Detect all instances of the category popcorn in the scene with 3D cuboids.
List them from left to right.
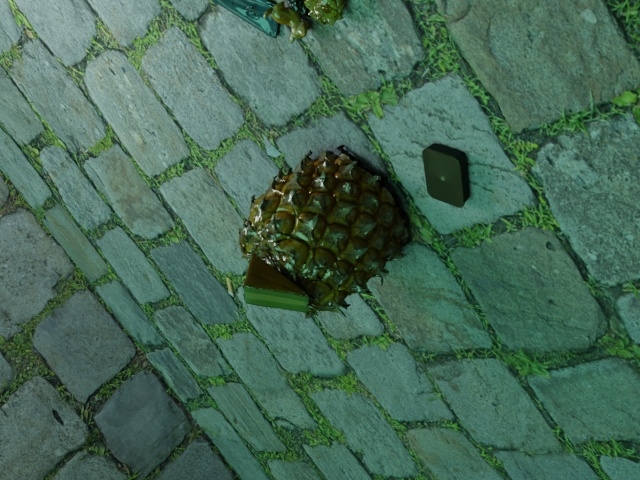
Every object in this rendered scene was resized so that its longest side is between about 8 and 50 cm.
[{"bbox_3d":[0.010,-0.438,1.798,0.082,0.057,0.083,24,145,36],"label":"popcorn"}]

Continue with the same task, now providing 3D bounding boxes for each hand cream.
[{"bbox_3d":[-0.177,-0.497,1.984,0.224,0.048,0.083,32,144,15],"label":"hand cream"}]

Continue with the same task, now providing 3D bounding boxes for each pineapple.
[{"bbox_3d":[-0.003,-0.002,2.092,0.352,0.300,0.352,37,154,22],"label":"pineapple"}]

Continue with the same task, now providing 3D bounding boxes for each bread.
[{"bbox_3d":[-0.083,0.089,1.981,0.139,0.084,0.074,8,142,9],"label":"bread"}]

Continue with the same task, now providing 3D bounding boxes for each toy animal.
[{"bbox_3d":[-0.062,-0.425,1.891,0.060,0.081,0.083,-36,76,57],"label":"toy animal"}]

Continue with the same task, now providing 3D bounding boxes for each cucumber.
[{"bbox_3d":[-0.050,-0.503,1.807,0.053,0.053,0.182,19,139,39],"label":"cucumber"}]

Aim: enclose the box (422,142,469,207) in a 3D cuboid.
[{"bbox_3d":[0.247,-0.128,1.880,0.091,0.031,0.126,22,142,36],"label":"box"}]
